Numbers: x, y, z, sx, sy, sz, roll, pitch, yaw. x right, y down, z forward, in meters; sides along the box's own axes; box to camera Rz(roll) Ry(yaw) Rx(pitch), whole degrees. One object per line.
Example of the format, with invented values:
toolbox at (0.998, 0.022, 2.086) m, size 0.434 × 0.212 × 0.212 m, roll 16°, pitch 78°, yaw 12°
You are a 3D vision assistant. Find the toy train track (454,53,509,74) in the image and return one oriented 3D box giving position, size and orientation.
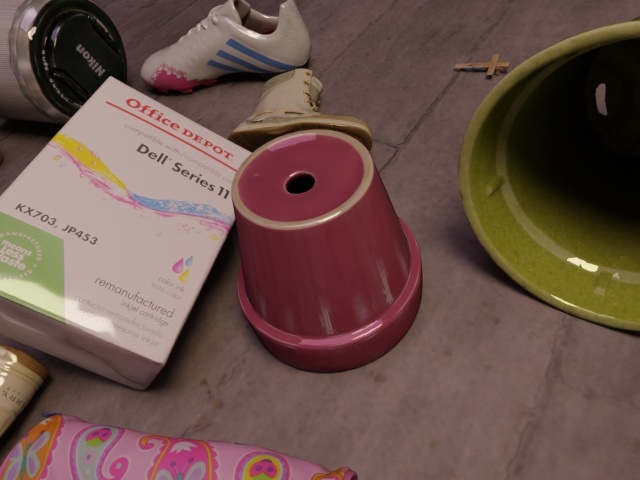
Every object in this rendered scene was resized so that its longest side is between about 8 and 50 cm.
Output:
toy train track at (0.254, -0.272, 0.784) m, size 0.083 × 0.014 × 0.048 m, roll 9°, pitch 60°, yaw 29°

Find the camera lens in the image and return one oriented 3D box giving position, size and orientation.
camera lens at (-0.509, -0.323, 0.885) m, size 0.274 × 0.219 × 0.219 m, roll 9°, pitch 53°, yaw 22°

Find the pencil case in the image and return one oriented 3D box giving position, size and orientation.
pencil case at (-0.112, 0.213, 0.386) m, size 0.284 × 0.124 × 0.124 m, roll 2°, pitch 50°, yaw 17°

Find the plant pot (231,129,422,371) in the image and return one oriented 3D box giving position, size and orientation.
plant pot at (0.000, 0.000, 0.498) m, size 0.201 × 0.180 × 0.201 m, roll -7°, pitch 48°, yaw 8°

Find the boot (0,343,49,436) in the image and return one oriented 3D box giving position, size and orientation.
boot at (-0.435, 0.199, 0.498) m, size 0.261 × 0.095 × 0.204 m, roll 3°, pitch 52°, yaw 12°

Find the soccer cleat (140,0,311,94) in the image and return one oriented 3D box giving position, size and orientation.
soccer cleat at (-0.180, -0.355, 0.880) m, size 0.331 × 0.143 × 0.116 m, roll -3°, pitch 49°, yaw 12°

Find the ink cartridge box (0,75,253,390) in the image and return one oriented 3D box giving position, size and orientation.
ink cartridge box at (-0.205, -0.042, 0.568) m, size 0.207 × 0.119 × 0.354 m, roll 27°, pitch 52°, yaw -12°

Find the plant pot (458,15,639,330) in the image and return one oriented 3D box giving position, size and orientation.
plant pot at (0.314, -0.100, 0.474) m, size 0.276 × 0.276 × 0.254 m, roll 22°, pitch 47°, yaw 30°

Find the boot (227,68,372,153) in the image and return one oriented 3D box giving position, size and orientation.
boot at (-0.015, -0.189, 0.739) m, size 0.213 × 0.077 × 0.165 m, roll 3°, pitch 48°, yaw 20°
